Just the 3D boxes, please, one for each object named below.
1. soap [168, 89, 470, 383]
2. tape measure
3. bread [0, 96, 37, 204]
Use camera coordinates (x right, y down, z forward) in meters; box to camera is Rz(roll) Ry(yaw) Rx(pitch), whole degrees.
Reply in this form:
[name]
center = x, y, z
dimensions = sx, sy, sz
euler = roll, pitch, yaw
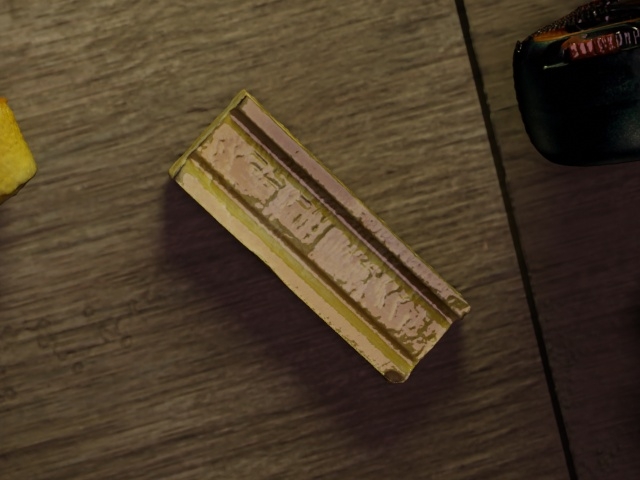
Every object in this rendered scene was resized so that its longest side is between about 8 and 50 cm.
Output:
[soap]
center = 0.000, 0.000, 1.573
dimensions = 0.252, 0.037, 0.092
euler = 44, 92, -10
[tape measure]
center = 0.256, -0.128, 1.497
dimensions = 0.222, 0.202, 0.135
euler = -11, 100, 13
[bread]
center = -0.336, -0.034, 1.504
dimensions = 0.245, 0.102, 0.094
euler = -28, 106, -1
